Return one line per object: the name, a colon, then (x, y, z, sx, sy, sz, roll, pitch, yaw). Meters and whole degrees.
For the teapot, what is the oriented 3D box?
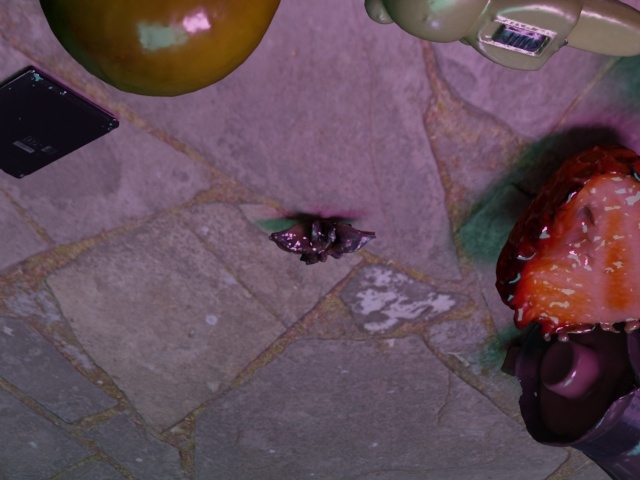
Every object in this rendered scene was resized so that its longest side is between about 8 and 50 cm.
teapot: (0.470, 0.239, 1.666, 0.362, 0.305, 0.376, 27, 171, -25)

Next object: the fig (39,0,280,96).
fig: (-0.139, -0.223, 0.906, 0.207, 0.207, 0.230, 16, -179, -26)

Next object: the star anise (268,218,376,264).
star anise: (0.012, 0.000, 1.417, 0.129, 0.056, 0.124, -8, 161, 20)

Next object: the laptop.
laptop: (-0.333, -0.129, 1.235, 0.180, 0.016, 0.129, -23, 144, 32)

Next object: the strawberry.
strawberry: (0.323, -0.008, 1.331, 0.253, 0.150, 0.280, -24, 129, 28)

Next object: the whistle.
whistle: (0.172, -0.220, 0.984, 0.289, 0.106, 0.131, 11, 146, -16)
